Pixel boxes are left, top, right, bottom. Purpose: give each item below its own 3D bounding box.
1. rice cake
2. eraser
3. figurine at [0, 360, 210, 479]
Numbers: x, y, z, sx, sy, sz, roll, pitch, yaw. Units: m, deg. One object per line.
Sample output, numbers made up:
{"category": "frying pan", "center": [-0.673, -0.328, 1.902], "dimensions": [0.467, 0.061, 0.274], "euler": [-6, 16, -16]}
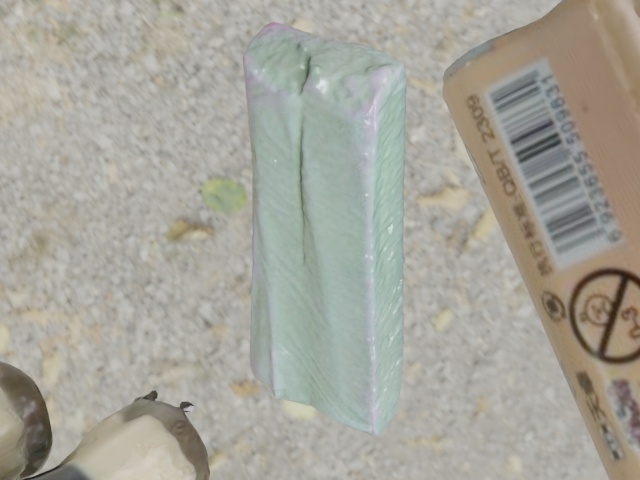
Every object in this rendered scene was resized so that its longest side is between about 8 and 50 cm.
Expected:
{"category": "rice cake", "center": [0.001, -0.001, 0.703], "dimensions": [0.042, 0.080, 0.222], "euler": [-43, 147, -36]}
{"category": "eraser", "center": [0.185, 0.010, 0.813], "dimensions": [0.171, 0.291, 0.087], "euler": [-28, 170, 31]}
{"category": "figurine", "center": [-0.183, 0.157, 0.353], "dimensions": [0.412, 0.241, 0.306], "euler": [-49, 151, -31]}
